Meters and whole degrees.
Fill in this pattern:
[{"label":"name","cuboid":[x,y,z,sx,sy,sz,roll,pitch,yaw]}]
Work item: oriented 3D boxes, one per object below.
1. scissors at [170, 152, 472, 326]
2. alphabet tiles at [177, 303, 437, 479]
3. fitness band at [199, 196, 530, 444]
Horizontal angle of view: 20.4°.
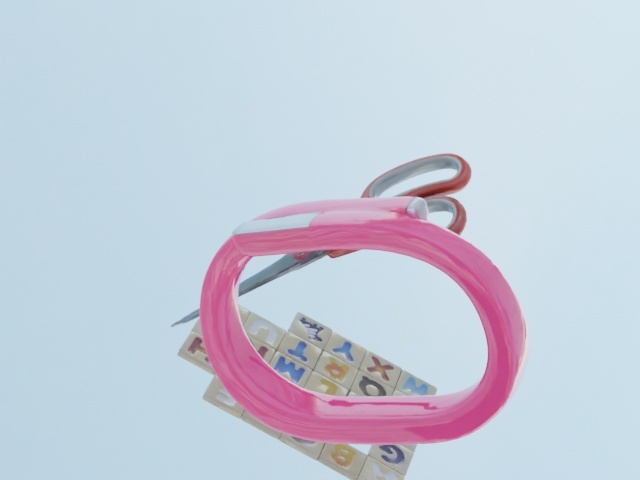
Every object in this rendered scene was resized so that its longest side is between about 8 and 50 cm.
[{"label":"scissors","cuboid":[0.000,0.000,1.606,0.021,0.297,0.109,58,-162,-45]},{"label":"alphabet tiles","cuboid":[-0.012,0.133,1.665,0.237,0.009,0.198,29,-150,0]},{"label":"fitness band","cuboid":[0.030,0.068,1.444,0.054,0.291,0.209,-47,-52,-51]}]
